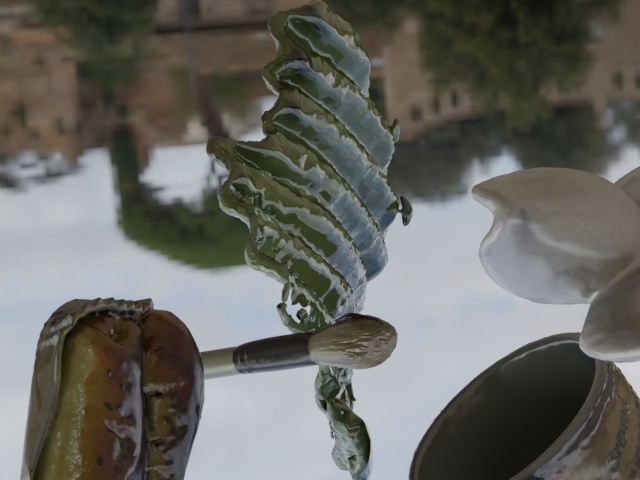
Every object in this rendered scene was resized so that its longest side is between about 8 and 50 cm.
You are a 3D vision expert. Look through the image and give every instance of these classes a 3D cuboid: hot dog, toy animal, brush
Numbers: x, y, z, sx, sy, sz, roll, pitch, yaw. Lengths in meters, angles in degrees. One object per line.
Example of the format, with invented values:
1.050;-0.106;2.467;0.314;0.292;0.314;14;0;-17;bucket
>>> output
-0.129;0.157;1.151;0.082;0.270;0.162;1;163;15;hot dog
0.128;0.017;0.721;0.221;0.104;0.131;-15;157;-42;toy animal
-0.073;0.091;1.482;0.299;0.039;0.042;-9;157;30;brush

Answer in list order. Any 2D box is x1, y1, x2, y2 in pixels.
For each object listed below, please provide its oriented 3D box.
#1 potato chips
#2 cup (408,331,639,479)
0.003;0.007;1.767;0.097;0.389;0.373;-2;-134;16;potato chips
0.221;0.276;1.774;0.301;0.257;0.227;-48;-163;-26;cup
